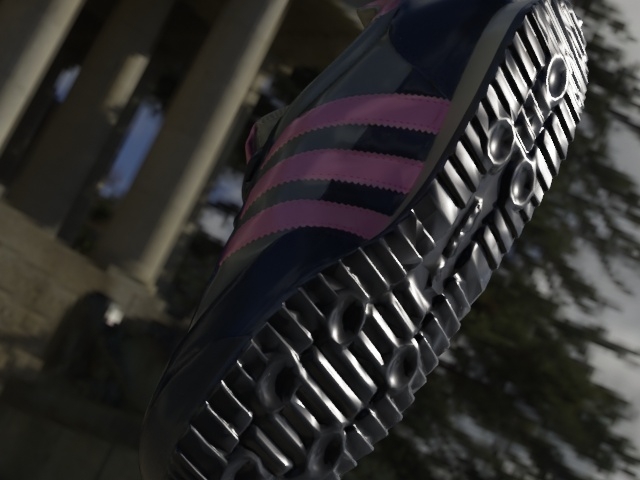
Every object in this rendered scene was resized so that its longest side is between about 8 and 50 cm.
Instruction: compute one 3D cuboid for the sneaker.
[{"bbox_3d":[0.000,0.000,0.734,0.131,0.319,0.112,15,-37,38],"label":"sneaker"}]
